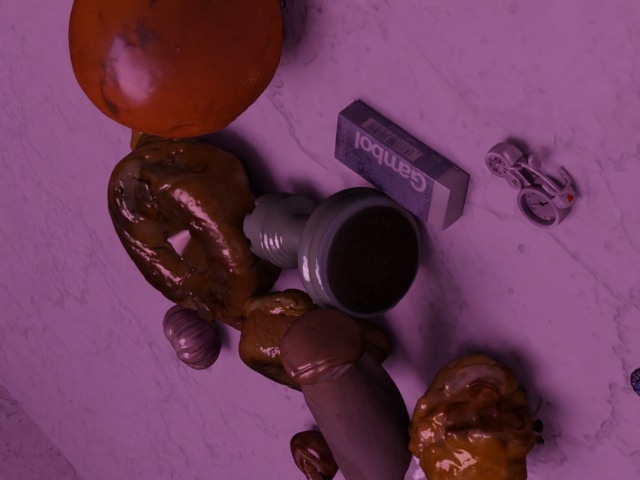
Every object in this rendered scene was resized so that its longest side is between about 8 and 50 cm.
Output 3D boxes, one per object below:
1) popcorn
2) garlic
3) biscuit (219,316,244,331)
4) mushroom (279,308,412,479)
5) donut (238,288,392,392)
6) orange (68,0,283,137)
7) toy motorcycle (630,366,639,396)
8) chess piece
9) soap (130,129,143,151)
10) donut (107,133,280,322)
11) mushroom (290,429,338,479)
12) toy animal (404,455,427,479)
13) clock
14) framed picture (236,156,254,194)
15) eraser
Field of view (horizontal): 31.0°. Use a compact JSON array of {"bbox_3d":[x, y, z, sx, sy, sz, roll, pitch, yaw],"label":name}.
[{"bbox_3d":[0.232,0.278,1.738,0.191,0.190,0.253,15,129,5],"label":"popcorn"},{"bbox_3d":[-0.265,0.197,2.400,0.147,0.102,0.159,54,173,-4],"label":"garlic"},{"bbox_3d":[-0.120,0.166,2.161,0.188,0.027,0.188,25,170,5],"label":"biscuit"},{"bbox_3d":[0.054,0.242,1.747,0.137,0.154,0.407,16,148,28],"label":"mushroom"},{"bbox_3d":[-0.018,0.179,1.933,0.261,0.128,0.208,26,157,-26],"label":"donut"},{"bbox_3d":[-0.203,-0.293,1.629,0.312,0.312,0.312,34,145,29],"label":"orange"},{"bbox_3d":[0.453,0.152,1.403,0.114,0.076,0.205,33,143,16],"label":"toy motorcycle"},{"bbox_3d":[0.000,0.000,1.779,0.299,0.194,0.195,18,135,58],"label":"chess piece"},{"bbox_3d":[-0.353,-0.192,2.215,0.034,0.012,0.089,43,148,17],"label":"soap"},{"bbox_3d":[-0.219,-0.031,2.020,0.360,0.170,0.360,28,141,25],"label":"donut"},{"bbox_3d":[-0.015,0.434,2.308,0.127,0.087,0.127,30,142,27],"label":"mushroom"},{"bbox_3d":[0.111,0.392,2.038,0.282,0.138,0.140,17,98,40],"label":"toy animal"},{"bbox_3d":[0.266,-0.074,1.456,0.129,0.041,0.087,48,153,0],"label":"clock"},{"bbox_3d":[-0.189,-0.105,2.076,0.203,0.015,0.150,21,137,41],"label":"framed picture"},{"bbox_3d":[0.110,-0.107,1.632,0.212,0.046,0.092,37,146,26],"label":"eraser"}]
